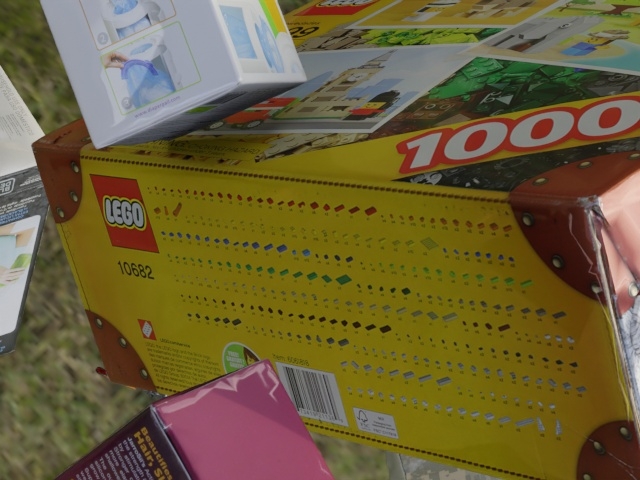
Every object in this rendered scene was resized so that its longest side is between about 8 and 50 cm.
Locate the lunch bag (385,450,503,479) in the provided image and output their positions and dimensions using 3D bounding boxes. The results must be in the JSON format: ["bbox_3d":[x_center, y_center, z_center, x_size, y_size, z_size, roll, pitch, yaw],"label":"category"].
[{"bbox_3d":[0.204,0.247,2.065,0.287,0.235,0.169,0,144,-16],"label":"lunch bag"}]

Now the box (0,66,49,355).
[{"bbox_3d":[-0.335,-0.029,1.766,0.087,0.169,0.290,-19,149,-31],"label":"box"}]

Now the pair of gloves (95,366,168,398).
[{"bbox_3d":[-0.177,0.147,1.910,0.010,0.083,0.074,-70,156,-8],"label":"pair of gloves"}]

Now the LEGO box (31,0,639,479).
[{"bbox_3d":[0.118,-0.036,1.252,0.372,0.500,0.193,-32,115,-36],"label":"LEGO box"}]

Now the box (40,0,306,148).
[{"bbox_3d":[-0.104,-0.169,1.150,0.103,0.114,0.203,-22,88,20],"label":"box"}]

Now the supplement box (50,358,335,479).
[{"bbox_3d":[-0.078,0.148,0.972,0.081,0.188,0.104,-21,79,-42],"label":"supplement box"}]
